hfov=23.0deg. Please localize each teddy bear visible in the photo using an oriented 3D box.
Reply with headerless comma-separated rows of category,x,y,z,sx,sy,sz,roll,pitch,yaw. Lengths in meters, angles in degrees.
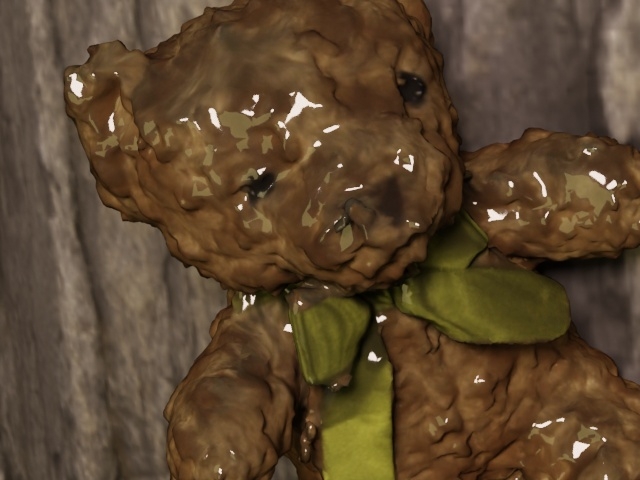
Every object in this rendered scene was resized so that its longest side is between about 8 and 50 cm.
teddy bear,0.048,0.040,0.642,0.296,0.246,0.222,54,173,31
